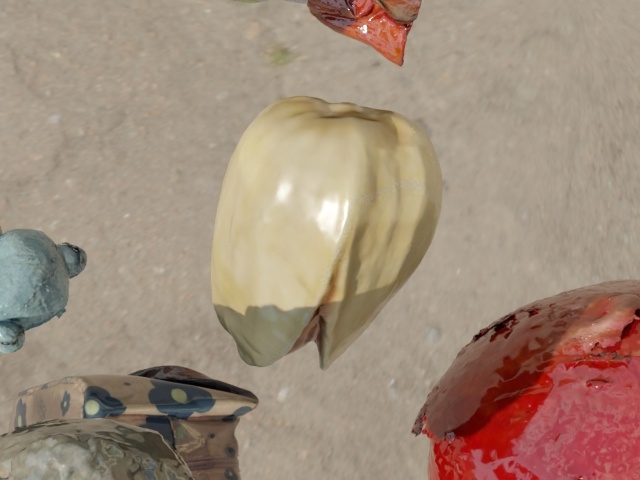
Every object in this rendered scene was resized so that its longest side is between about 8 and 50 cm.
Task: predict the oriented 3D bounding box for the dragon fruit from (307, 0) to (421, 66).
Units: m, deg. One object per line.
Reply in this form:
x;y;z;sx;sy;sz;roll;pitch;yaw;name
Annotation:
0.086;-0.249;1.139;0.092;0.122;0.192;47;123;34;dragon fruit

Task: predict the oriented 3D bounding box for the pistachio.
0.000;0.000;0.943;0.157;0.157;0.229;23;129;5;pistachio

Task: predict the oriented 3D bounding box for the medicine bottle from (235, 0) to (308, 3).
-0.085;-0.287;1.187;0.139;0.225;0.139;-2;87;46;medicine bottle

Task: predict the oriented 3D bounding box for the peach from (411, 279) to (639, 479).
0.244;0.193;1.104;0.370;0.370;0.370;2;101;10;peach

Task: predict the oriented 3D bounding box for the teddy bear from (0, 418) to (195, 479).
-0.190;0.184;0.754;0.267;0.236;0.151;-4;56;19;teddy bear

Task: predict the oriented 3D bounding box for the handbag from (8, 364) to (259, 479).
-0.179;0.219;1.277;0.193;0.251;0.190;3;79;-29;handbag

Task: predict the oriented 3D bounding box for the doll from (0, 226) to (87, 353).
-0.280;0.018;1.048;0.180;0.120;0.075;23;138;11;doll
